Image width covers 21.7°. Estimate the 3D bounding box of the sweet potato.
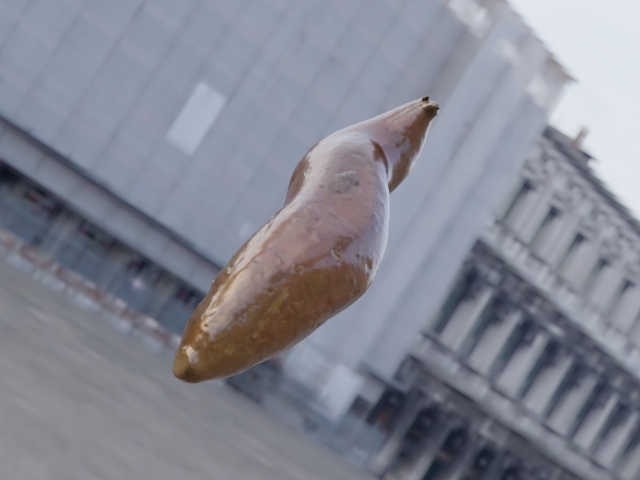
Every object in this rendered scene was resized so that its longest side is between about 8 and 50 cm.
[{"bbox_3d":[-0.001,0.001,0.746,0.058,0.202,0.055,46,-45,-8],"label":"sweet potato"}]
